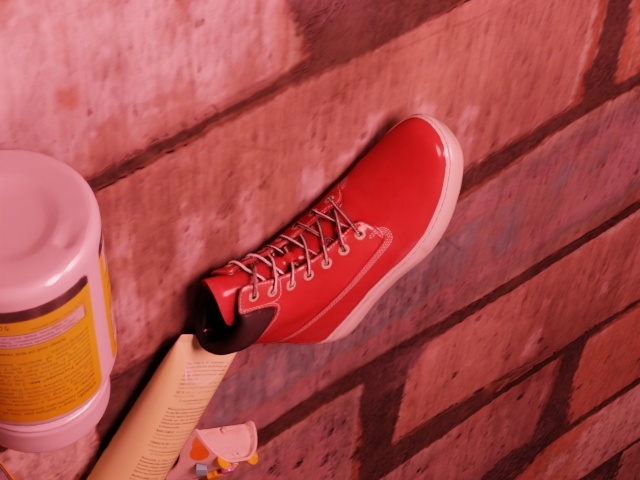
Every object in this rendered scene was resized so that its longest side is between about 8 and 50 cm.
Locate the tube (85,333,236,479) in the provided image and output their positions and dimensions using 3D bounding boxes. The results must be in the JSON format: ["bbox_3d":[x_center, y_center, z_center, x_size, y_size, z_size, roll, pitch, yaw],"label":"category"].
[{"bbox_3d":[-0.149,0.175,1.368,0.240,0.062,0.070,-58,-167,17],"label":"tube"}]

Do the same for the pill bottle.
[{"bbox_3d":[-0.195,0.048,1.047,0.119,0.119,0.208,-31,150,-22],"label":"pill bottle"}]

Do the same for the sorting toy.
[{"bbox_3d":[-0.106,0.207,1.492,0.075,0.045,0.083,-36,159,31],"label":"sorting toy"}]

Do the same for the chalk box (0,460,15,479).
[{"bbox_3d":[-0.264,0.231,1.111,0.132,0.213,0.132,-29,150,-25],"label":"chalk box"}]

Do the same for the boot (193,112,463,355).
[{"bbox_3d":[0.000,0.000,1.282,0.176,0.088,0.244,-4,137,-49],"label":"boot"}]
